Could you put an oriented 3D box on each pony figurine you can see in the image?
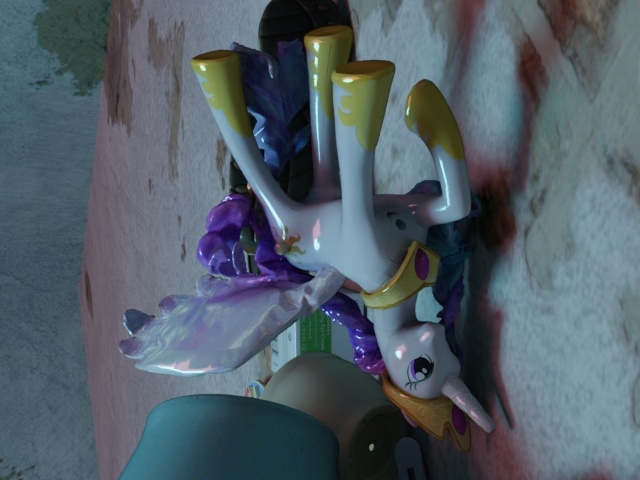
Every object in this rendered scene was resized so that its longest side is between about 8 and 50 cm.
[{"bbox_3d":[0.000,0.000,1.058,0.351,0.303,0.363,13,124,45],"label":"pony figurine"}]

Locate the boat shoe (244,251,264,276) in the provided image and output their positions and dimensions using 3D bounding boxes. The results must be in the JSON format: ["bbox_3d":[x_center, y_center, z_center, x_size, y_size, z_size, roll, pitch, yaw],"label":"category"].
[{"bbox_3d":[-0.071,-0.016,1.599,0.081,0.069,0.227,47,-153,-50],"label":"boat shoe"}]

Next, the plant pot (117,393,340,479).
[{"bbox_3d":[-0.088,0.284,1.039,0.271,0.272,0.255,119,161,-58],"label":"plant pot"}]

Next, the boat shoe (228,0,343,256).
[{"bbox_3d":[-0.031,-0.126,1.359,0.120,0.123,0.324,98,-178,-68],"label":"boat shoe"}]

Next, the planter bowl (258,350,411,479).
[{"bbox_3d":[0.023,0.202,1.211,0.109,0.162,0.162,9,101,45],"label":"planter bowl"}]

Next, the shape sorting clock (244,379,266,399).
[{"bbox_3d":[-0.084,0.303,1.700,0.206,0.040,0.206,179,90,-72],"label":"shape sorting clock"}]

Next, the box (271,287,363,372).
[{"bbox_3d":[-0.005,0.107,1.362,0.102,0.087,0.101,-170,79,-71],"label":"box"}]

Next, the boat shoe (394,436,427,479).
[{"bbox_3d":[0.091,0.246,1.174,0.035,0.035,0.100,36,-135,-78],"label":"boat shoe"}]
